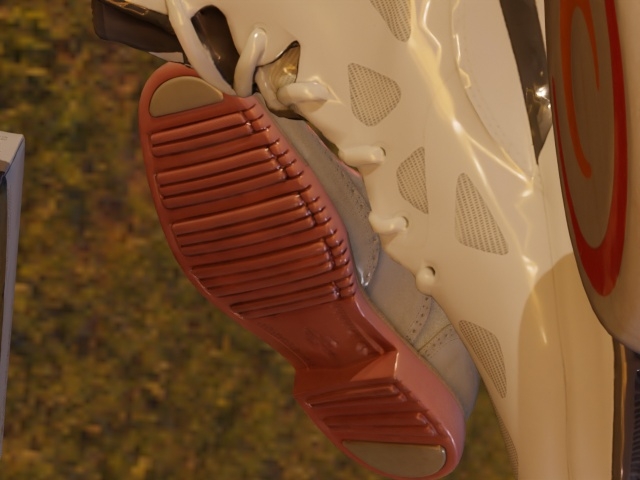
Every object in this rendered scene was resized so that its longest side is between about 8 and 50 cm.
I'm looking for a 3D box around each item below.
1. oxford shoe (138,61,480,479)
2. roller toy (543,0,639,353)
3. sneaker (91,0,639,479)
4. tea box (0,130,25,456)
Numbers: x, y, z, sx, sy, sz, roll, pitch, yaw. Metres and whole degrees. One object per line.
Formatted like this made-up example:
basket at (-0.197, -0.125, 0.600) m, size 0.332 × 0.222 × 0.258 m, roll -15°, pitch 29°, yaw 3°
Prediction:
oxford shoe at (0.000, 0.000, 1.445) m, size 0.397 × 0.140 × 0.146 m, roll 59°, pitch 41°, yaw -32°
roller toy at (0.160, -0.061, 0.668) m, size 0.191 × 0.146 × 0.209 m, roll 87°, pitch -3°, yaw -49°
sneaker at (0.030, -0.063, 0.953) m, size 0.169 × 0.257 × 0.447 m, roll -3°, pitch 85°, yaw -73°
tea box at (-0.377, 0.111, 1.551) m, size 0.323 × 0.220 × 0.329 m, roll -84°, pitch -178°, yaw -63°
